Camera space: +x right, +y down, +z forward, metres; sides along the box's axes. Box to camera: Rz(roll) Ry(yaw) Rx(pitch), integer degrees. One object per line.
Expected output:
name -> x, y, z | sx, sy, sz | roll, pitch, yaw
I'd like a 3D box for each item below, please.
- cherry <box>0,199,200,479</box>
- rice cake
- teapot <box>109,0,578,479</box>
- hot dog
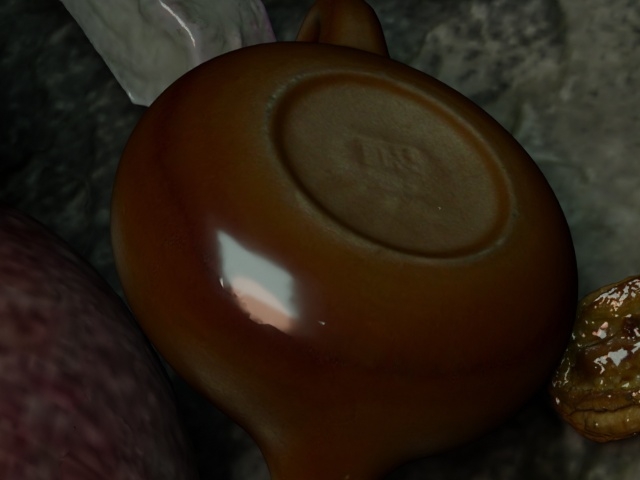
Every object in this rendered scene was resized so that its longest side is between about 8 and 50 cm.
cherry -> -0.158, 0.094, 0.611 | 0.230, 0.203, 0.300 | -20, 43, 19
rice cake -> -0.155, -0.211, 0.784 | 0.399, 0.070, 0.064 | 52, 128, 16
teapot -> 0.000, 0.000, 0.656 | 0.178, 0.135, 0.252 | 18, 40, -19
hot dog -> 0.126, 0.043, 0.642 | 0.083, 0.035, 0.058 | -25, 57, 4
